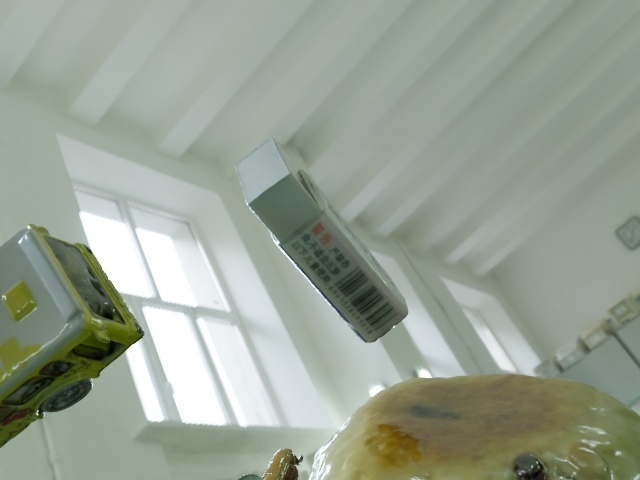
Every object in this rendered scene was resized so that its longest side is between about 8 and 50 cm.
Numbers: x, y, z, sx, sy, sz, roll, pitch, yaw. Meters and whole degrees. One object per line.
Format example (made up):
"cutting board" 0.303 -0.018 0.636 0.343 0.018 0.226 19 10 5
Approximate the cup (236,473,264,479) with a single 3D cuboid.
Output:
"cup" -0.076 0.353 0.977 0.054 0.075 0.083 -45 -39 -17

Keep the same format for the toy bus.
"toy bus" -0.210 0.088 0.398 0.226 0.081 0.074 -37 -21 1

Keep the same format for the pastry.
"pastry" 0.166 0.310 0.718 0.389 0.388 0.312 -14 -75 -22

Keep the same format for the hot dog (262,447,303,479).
"hot dog" -0.076 0.400 1.164 0.055 0.188 0.072 1 -62 17

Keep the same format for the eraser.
"eraser" 0.000 0.000 0.775 0.068 0.124 0.210 -36 -63 7
